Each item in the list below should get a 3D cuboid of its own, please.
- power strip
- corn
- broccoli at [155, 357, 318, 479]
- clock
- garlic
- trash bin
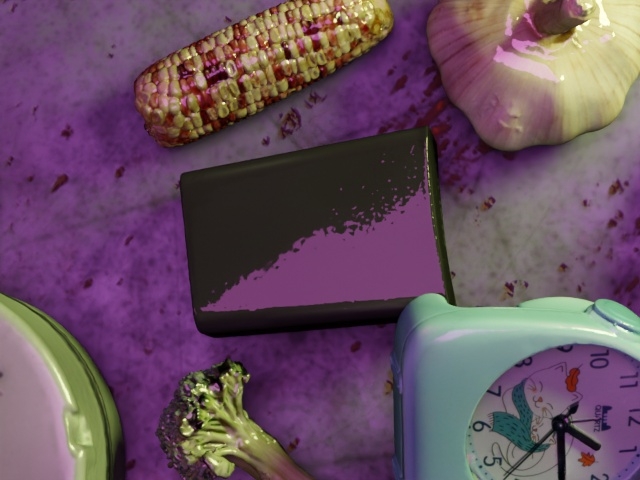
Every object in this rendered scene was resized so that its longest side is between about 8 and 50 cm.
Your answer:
[{"bbox_3d":[-0.362,0.200,1.488,0.358,0.161,0.357,-1,83,7],"label":"power strip"},{"bbox_3d":[-0.052,-0.166,1.541,0.253,0.086,0.086,-25,81,1],"label":"corn"},{"bbox_3d":[-0.054,0.198,1.489,0.204,0.122,0.118,39,66,-6],"label":"broccoli"},{"bbox_3d":[0.198,0.150,1.434,0.274,0.094,0.223,-3,114,-6],"label":"clock"},{"bbox_3d":[0.190,-0.179,1.449,0.199,0.226,0.199,0,85,1],"label":"garlic"},{"bbox_3d":[0.000,0.000,1.505,0.226,0.115,0.165,-8,83,9],"label":"trash bin"}]
